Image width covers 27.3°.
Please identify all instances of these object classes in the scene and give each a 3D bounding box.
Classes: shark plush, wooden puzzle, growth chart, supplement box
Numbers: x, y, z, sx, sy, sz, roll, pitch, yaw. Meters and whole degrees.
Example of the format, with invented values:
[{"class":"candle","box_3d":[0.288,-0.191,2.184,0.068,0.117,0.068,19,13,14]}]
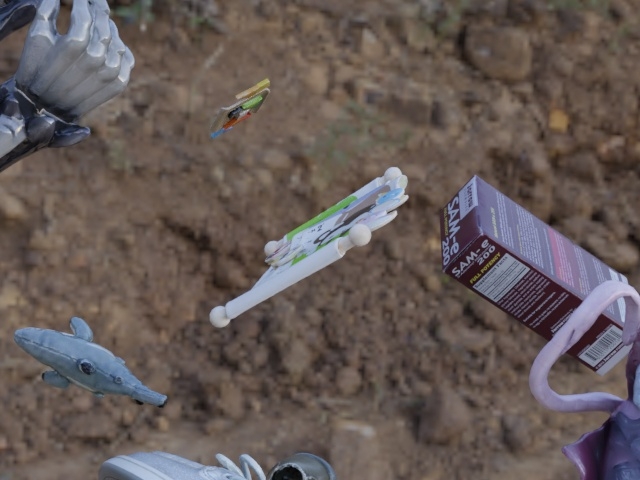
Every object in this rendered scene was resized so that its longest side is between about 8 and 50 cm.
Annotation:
[{"class":"shark plush","box_3d":[-0.226,0.133,1.292,0.161,0.073,0.067,36,-5,19]},{"class":"wooden puzzle","box_3d":[-0.102,-0.164,1.678,0.078,0.014,0.116,-29,-9,-21]},{"class":"growth chart","box_3d":[0.000,0.000,1.055,0.172,0.021,0.237,-32,7,18]},{"class":"supplement box","box_3d":[0.251,0.040,1.514,0.239,0.073,0.130,33,28,-17]}]

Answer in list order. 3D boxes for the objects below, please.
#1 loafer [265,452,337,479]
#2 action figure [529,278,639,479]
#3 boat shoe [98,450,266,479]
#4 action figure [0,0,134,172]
[{"class":"loafer","box_3d":[-0.068,0.320,1.299,0.094,0.251,0.087,19,-14,20]},{"class":"action figure","box_3d":[0.317,0.211,1.222,0.276,0.248,0.370,48,14,18]},{"class":"boat shoe","box_3d":[-0.024,0.222,0.877,0.320,0.118,0.103,17,28,38]},{"class":"action figure","box_3d":[-0.170,-0.089,0.525,0.164,0.141,0.276,37,37,-21]}]
